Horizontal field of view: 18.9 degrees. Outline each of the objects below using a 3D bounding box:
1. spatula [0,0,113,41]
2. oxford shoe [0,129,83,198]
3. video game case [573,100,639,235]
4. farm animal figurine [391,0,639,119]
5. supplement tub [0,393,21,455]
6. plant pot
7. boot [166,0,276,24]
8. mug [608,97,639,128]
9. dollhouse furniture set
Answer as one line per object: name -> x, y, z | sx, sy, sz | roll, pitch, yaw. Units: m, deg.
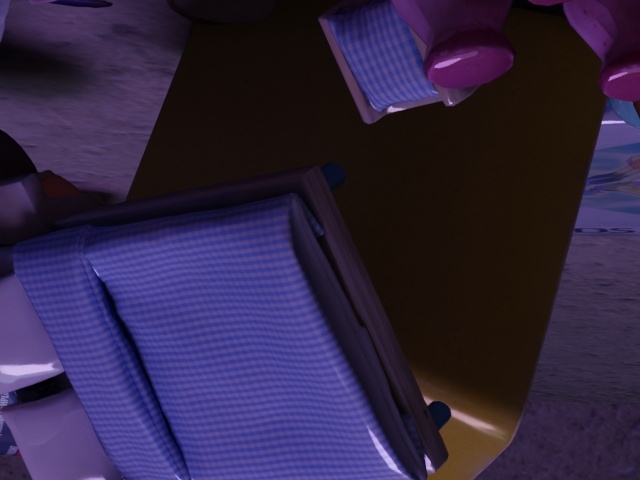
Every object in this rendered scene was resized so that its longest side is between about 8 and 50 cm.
spatula -> -0.170, -0.097, 0.951 | 0.084, 0.030, 0.296 | 7, 170, -17
oxford shoe -> -0.228, 0.008, 0.894 | 0.133, 0.130, 0.364 | 43, -167, 0
video game case -> 0.114, -0.046, 1.150 | 0.299, 0.036, 0.329 | 0, 169, 11
farm animal figurine -> 0.158, -0.127, 0.370 | 0.326, 0.172, 0.330 | -11, 160, 6
supplement tub -> -0.288, 0.055, 1.380 | 0.272, 0.191, 0.191 | 5, 170, -16
plant pot -> 0.000, 0.000, 0.913 | 0.187, 0.212, 0.212 | 20, 153, -5
boot -> -0.028, -0.118, 0.767 | 0.087, 0.042, 0.118 | -8, 166, 37
mug -> 0.225, -0.055, 0.873 | 0.158, 0.097, 0.129 | 44, 156, -16
dollhouse furniture set -> -0.073, 0.024, 0.674 | 0.286, 0.303, 0.198 | -7, -156, 42
